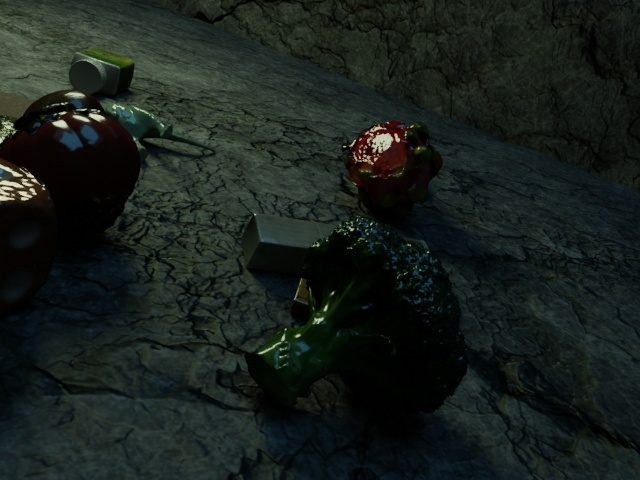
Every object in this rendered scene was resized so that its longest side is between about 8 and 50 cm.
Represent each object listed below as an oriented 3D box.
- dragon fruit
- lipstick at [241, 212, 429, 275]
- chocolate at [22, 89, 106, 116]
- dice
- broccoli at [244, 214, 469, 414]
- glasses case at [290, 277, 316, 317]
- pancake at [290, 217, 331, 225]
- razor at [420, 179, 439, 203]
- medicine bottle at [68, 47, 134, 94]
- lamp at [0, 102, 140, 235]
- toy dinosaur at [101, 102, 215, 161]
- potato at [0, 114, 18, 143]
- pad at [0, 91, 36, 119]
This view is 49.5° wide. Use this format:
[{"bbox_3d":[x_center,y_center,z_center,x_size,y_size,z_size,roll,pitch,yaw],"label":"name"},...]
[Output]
[{"bbox_3d":[0.180,-0.191,1.737,0.227,0.243,0.307,-20,31,3],"label":"dragon fruit"},{"bbox_3d":[0.039,0.024,1.305,0.371,0.076,0.080,10,43,-26],"label":"lipstick"},{"bbox_3d":[-0.464,-0.199,1.279,0.177,0.177,0.177,17,23,-7],"label":"chocolate"},{"bbox_3d":[-0.449,-0.012,0.867,0.175,0.174,0.179,33,26,31],"label":"dice"},{"bbox_3d":[0.058,0.124,0.942,0.297,0.297,0.297,-34,51,-26],"label":"broccoli"},{"bbox_3d":[0.036,0.122,1.150,0.170,0.041,0.064,20,34,-2],"label":"glasses case"},{"bbox_3d":[0.000,0.000,1.425,0.190,0.020,0.184,7,26,-28],"label":"pancake"},{"bbox_3d":[0.280,-0.173,2.001,0.106,0.068,0.232,49,11,-2],"label":"razor"},{"bbox_3d":[-0.592,-0.449,1.854,0.132,0.088,0.188,20,22,-3],"label":"medicine bottle"},{"bbox_3d":[-0.396,-0.106,1.098,0.227,0.227,0.227,17,23,-7],"label":"lamp"},{"bbox_3d":[-0.398,-0.250,1.580,0.393,0.092,0.205,-5,29,-42],"label":"toy dinosaur"},{"bbox_3d":[-0.595,-0.190,1.305,0.119,0.054,0.198,21,23,-10],"label":"potato"},{"bbox_3d":[-0.654,-0.269,1.502,0.176,0.002,0.266,14,23,-15],"label":"pad"}]
